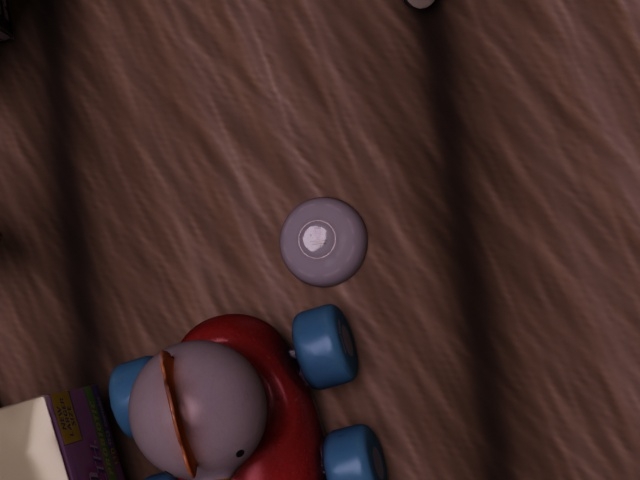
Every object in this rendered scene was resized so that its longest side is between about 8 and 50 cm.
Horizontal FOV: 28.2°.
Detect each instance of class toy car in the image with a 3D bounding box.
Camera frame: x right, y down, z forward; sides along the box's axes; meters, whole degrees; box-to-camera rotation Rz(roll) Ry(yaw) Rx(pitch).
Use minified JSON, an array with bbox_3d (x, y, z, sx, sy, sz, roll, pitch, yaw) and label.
[{"bbox_3d":[-0.086,0.162,1.057,0.219,0.238,0.210,-16,81,13],"label":"toy car"}]

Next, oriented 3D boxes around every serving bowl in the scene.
[{"bbox_3d":[0.000,0.000,1.159,0.083,0.027,0.083,-2,83,14],"label":"serving bowl"}]

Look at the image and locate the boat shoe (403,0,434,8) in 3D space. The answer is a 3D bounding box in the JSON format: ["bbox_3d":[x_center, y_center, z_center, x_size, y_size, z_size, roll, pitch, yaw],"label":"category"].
[{"bbox_3d":[0.083,-0.275,1.158,0.043,0.049,0.137,-7,84,56],"label":"boat shoe"}]

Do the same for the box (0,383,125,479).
[{"bbox_3d":[-0.296,0.266,1.133,0.243,0.117,0.214,-19,84,12],"label":"box"}]

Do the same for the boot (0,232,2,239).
[{"bbox_3d":[-0.435,0.055,1.166,0.283,0.109,0.220,11,83,17],"label":"boot"}]

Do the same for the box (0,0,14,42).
[{"bbox_3d":[-0.479,-0.286,1.261,0.307,0.076,0.242,-13,80,5],"label":"box"}]
